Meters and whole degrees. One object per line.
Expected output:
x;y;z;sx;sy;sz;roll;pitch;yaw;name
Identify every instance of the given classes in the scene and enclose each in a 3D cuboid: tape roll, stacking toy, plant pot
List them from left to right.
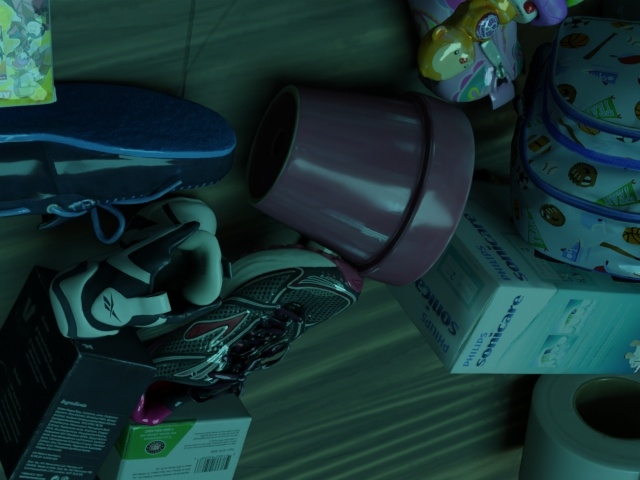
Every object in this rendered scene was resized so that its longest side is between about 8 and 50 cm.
0.029;-0.071;1.115;0.180;0.201;0.201;17;112;-21;plant pot
0.194;-0.257;0.962;0.302;0.166;0.175;-47;145;0;stacking toy
0.415;0.301;1.556;0.246;0.246;0.169;-14;127;-22;tape roll

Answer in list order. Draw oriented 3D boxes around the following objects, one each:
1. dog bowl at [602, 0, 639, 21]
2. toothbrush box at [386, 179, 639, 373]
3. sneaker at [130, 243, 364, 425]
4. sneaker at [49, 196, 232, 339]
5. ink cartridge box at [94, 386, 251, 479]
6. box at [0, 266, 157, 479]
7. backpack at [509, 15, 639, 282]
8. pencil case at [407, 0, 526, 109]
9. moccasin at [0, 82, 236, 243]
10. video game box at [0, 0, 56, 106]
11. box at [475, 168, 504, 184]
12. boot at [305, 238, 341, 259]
0.484;-0.295;1.281;0.348;0.102;0.349;-16;128;-21;dog bowl
0.232;0.040;1.248;0.295;0.216;0.126;4;124;-32;toothbrush box
-0.082;0.102;1.133;0.299;0.112;0.121;-28;137;24;sneaker
-0.129;0.019;1.036;0.235;0.153;0.094;-31;114;-57;sneaker
-0.186;0.270;1.275;0.153;0.087;0.208;2;119;-32;ink cartridge box
-0.261;0.139;1.092;0.093;0.156;0.158;18;110;-39;box
0.320;-0.093;1.129;0.276;0.263;0.213;7;145;15;backpack
0.138;-0.271;1.077;0.124;0.124;0.284;-26;130;-13;pencil case
-0.251;-0.072;0.991;0.342;0.138;0.117;1;125;-15;moccasin
-0.323;-0.197;0.880;0.205;0.048;0.187;-8;112;-26;video game box
0.215;0.018;1.389;0.164;0.021;0.201;-50;131;8;box
0.000;0.000;1.238;0.118;0.042;0.087;-10;119;-27;boot
